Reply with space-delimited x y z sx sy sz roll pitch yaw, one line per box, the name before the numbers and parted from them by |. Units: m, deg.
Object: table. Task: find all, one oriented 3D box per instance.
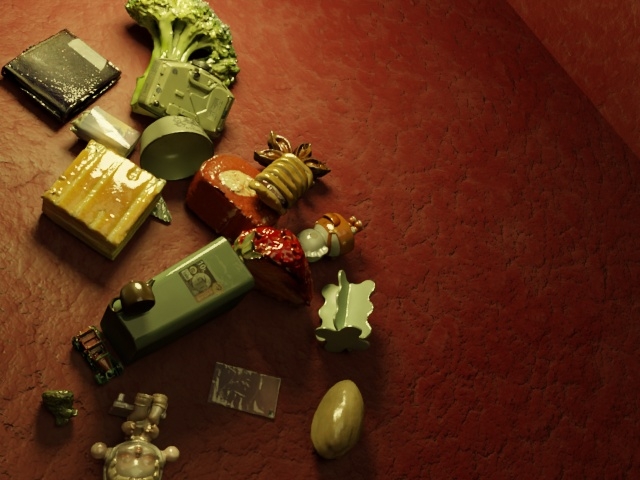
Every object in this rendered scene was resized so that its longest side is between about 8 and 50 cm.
table | 0.073 0.202 2.035 0.167 0.166 0.198 22 51 -16

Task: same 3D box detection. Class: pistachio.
pistachio | 0.050 0.485 1.902 0.136 0.136 0.226 29 51 -12

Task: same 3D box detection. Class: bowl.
bowl | -0.414 -0.275 1.990 0.212 0.211 0.112 -4 58 -28

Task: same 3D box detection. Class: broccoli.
broccoli | -0.469 -0.588 2.117 0.397 0.275 0.353 -38 81 -20

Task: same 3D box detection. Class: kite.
kite | -0.521 -0.093 1.956 0.229 0.012 0.250 20 60 -13

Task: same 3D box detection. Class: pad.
pad | -0.202 0.400 1.883 0.188 0.006 0.113 18 61 -16

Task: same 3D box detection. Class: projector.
projector | -0.375 -0.422 2.045 0.270 0.088 0.193 20 94 -45

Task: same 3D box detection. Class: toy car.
toy car | -0.548 0.282 1.737 0.073 0.054 0.143 -30 81 -33

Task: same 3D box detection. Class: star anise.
star anise | -0.097 -0.243 2.195 0.220 0.099 0.214 43 41 3

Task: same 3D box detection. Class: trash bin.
trash bin | -0.363 0.162 1.789 0.343 0.223 0.158 -33 84 -33

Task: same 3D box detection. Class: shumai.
shumai | -0.612 0.391 1.647 0.083 0.082 0.080 -6 74 15

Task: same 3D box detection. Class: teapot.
teapot | -0.430 0.128 1.616 0.121 0.076 0.068 -25 67 1

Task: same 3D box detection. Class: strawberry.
strawberry | -0.114 0.057 1.937 0.280 0.253 0.150 24 62 -17

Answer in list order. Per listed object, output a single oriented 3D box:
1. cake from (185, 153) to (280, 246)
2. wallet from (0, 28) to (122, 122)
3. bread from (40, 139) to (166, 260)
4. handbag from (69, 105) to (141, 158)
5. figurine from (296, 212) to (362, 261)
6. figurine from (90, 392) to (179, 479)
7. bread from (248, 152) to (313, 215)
cake | -0.242 -0.115 2.029 0.283 0.151 0.177 41 42 -3
wallet | -0.731 -0.473 2.009 0.221 0.071 0.262 36 52 -1
bread | -0.574 -0.117 1.873 0.239 0.111 0.246 35 60 -5
handbag | -0.597 -0.303 1.962 0.173 0.095 0.117 30 28 -10
figurine | 0.004 0.007 2.111 0.271 0.143 0.143 -38 87 -15
figurine | -0.440 0.493 1.651 0.182 0.145 0.256 30 52 -35
bread | -0.105 -0.165 2.009 0.134 0.081 0.225 47 37 -8
